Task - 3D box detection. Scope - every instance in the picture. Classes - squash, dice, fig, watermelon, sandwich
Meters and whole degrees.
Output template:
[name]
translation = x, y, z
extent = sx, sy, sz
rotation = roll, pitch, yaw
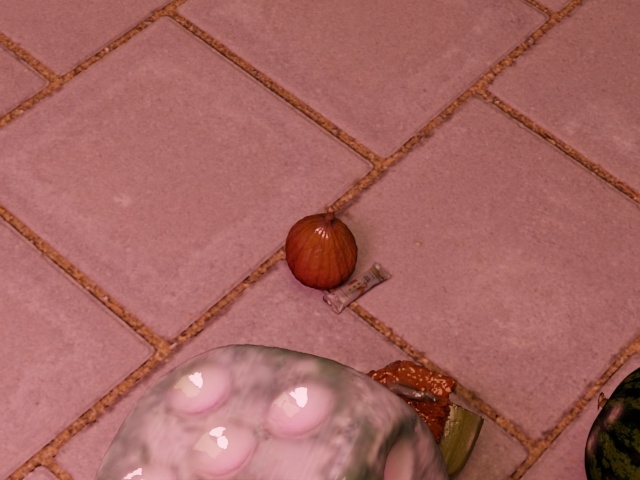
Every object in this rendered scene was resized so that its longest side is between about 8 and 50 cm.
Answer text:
[squash]
translation = 0.166, 0.300, 1.986
extent = 0.105, 0.105, 0.132
rotation = 11, 65, 2
[dice]
translation = -0.058, 0.349, 1.709
extent = 0.330, 0.328, 0.348
rotation = 5, 52, 30
[fig]
translation = -0.003, 0.013, 2.152
extent = 0.119, 0.153, 0.119
rotation = -1, 80, 7
[watermelon]
translation = 0.486, 0.284, 1.933
extent = 0.269, 0.269, 0.269
rotation = 3, 53, -4
[sandwich]
translation = 0.077, 0.229, 1.956
extent = 0.184, 0.109, 0.160
rotation = 26, 96, 36

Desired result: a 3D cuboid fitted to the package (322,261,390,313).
[package]
translation = 0.055, 0.071, 2.185
extent = 0.110, 0.015, 0.037
rotation = -33, 68, -25
